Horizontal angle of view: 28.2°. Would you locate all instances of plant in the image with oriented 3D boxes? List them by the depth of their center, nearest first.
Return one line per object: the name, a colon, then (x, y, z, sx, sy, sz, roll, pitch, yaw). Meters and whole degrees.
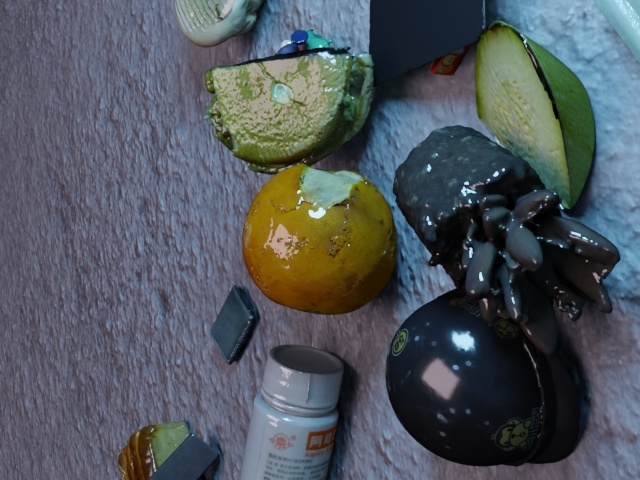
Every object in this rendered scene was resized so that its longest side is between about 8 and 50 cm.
plant: (0.228, -0.003, 1.592, 0.181, 0.194, 0.321, -41, 41, 6)

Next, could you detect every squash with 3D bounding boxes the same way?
squash: (0.244, -0.180, 1.611, 0.237, 0.155, 0.204, 52, 129, 42)

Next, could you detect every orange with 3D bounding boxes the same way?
orange: (0.000, 0.000, 1.904, 0.240, 0.240, 0.240, -1, 89, 57)

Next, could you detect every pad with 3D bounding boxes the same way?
pad: (0.143, -0.366, 1.801, 0.367, 0.007, 0.248, 167, 104, -68)

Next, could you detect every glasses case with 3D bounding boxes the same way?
glasses case: (-0.276, 0.448, 2.370, 0.072, 0.190, 0.042, 41, 163, 10)

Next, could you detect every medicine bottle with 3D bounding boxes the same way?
medicine bottle: (-0.046, 0.304, 2.052, 0.144, 0.144, 0.252, 29, 116, 53)

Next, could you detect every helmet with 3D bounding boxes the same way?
helmet: (0.186, 0.194, 1.651, 0.279, 0.160, 0.231, 37, 130, 42)

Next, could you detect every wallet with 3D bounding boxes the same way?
wallet: (-0.156, 0.155, 2.326, 0.088, 0.026, 0.129, 57, 133, 35)

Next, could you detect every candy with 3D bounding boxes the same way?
candy: (0.164, -0.300, 1.832, 0.062, 0.038, 0.122, -57, 45, 40)

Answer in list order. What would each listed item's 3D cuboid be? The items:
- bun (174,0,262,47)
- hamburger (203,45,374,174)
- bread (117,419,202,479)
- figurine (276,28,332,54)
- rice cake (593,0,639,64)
bun: (-0.164, -0.457, 2.264, 0.237, 0.116, 0.210, -50, 52, 23)
hamburger: (-0.051, -0.193, 1.943, 0.287, 0.167, 0.192, -4, 102, 25)
bread: (-0.304, 0.504, 2.474, 0.185, 0.114, 0.275, -47, 50, 45)
figurine: (-0.041, -0.272, 2.093, 0.111, 0.102, 0.195, 55, 139, -6)
rice cake: (0.394, -0.240, 1.480, 0.080, 0.042, 0.222, -60, 42, 39)
